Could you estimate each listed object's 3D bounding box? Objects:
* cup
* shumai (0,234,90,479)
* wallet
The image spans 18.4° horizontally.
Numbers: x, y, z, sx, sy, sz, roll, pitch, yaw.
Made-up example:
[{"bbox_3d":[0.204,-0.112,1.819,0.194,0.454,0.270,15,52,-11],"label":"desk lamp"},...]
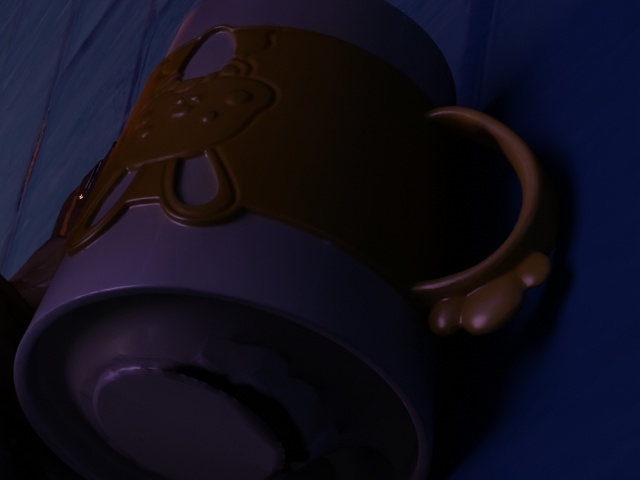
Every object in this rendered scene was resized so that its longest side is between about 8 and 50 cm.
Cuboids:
[{"bbox_3d":[0.000,0.000,0.897,0.241,0.185,0.226,-12,44,27],"label":"cup"},{"bbox_3d":[-0.123,0.113,1.006,0.217,0.346,0.283,-2,29,48],"label":"shumai"},{"bbox_3d":[-0.198,-0.026,1.670,0.156,0.018,0.082,-34,38,60],"label":"wallet"}]
